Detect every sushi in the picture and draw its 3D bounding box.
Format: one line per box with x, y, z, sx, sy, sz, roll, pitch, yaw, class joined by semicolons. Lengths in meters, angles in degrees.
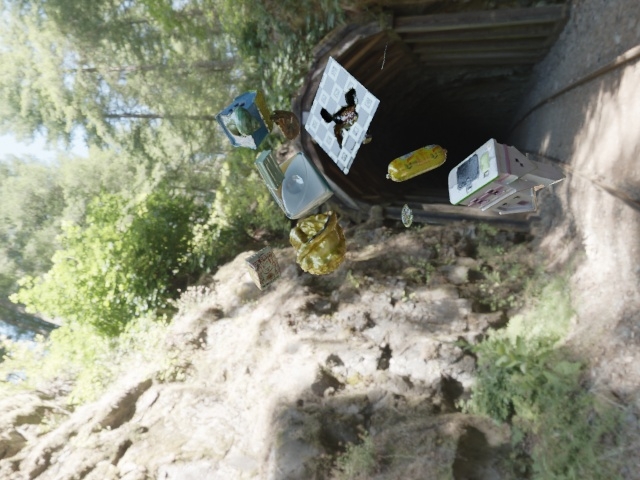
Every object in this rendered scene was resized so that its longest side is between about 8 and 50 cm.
0.097;-0.526;1.722;0.064;0.359;0.343;-12;-38;-36;sushi

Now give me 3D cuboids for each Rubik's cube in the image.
-0.144;-0.377;2.848;0.352;0.347;0.351;57;-171;5;Rubik's cube

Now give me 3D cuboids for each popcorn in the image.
0.000;0.000;2.253;0.382;0.348;0.349;105;-176;-57;popcorn

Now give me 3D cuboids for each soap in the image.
-0.275;-0.383;2.228;0.115;0.063;0.199;-62;-37;-33;soap

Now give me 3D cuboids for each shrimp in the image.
-0.205;-0.672;2.367;0.317;0.077;0.168;-22;-77;-60;shrimp

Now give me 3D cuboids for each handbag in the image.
-0.353;0.149;2.496;0.171;0.151;0.298;-33;-32;-23;handbag

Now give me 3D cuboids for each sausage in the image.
0.501;-0.403;2.112;0.123;0.346;0.123;157;90;-87;sausage

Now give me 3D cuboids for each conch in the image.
-0.401;-0.604;2.108;0.121;0.188;0.176;-34;-41;-28;conch

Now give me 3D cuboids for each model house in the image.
-0.407;-0.713;2.362;0.303;0.215;0.237;-52;-41;-25;model house

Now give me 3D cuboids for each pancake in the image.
0.484;-0.134;2.271;0.130;0.022;0.116;-111;26;-57;pancake

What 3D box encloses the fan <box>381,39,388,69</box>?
0.294;-0.845;1.861;0.133;0.005;0.085;96;-174;-49;fan

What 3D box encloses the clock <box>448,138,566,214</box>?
0.635;-0.200;1.384;0.235;0.309;0.166;136;142;-62;clock

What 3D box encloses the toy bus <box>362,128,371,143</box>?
0.249;-0.673;2.486;0.172;0.057;0.072;60;159;23;toy bus
